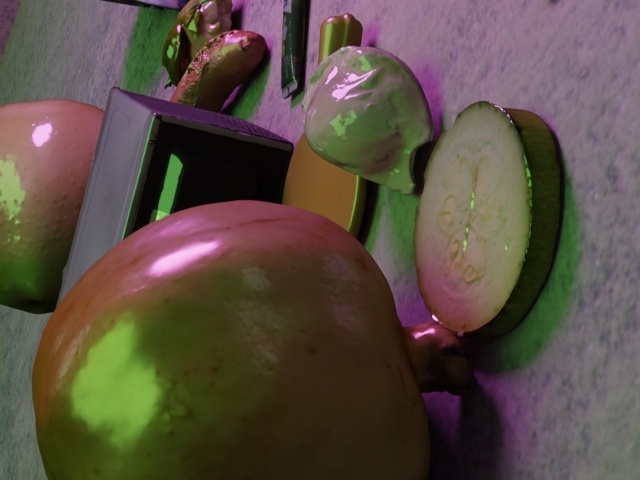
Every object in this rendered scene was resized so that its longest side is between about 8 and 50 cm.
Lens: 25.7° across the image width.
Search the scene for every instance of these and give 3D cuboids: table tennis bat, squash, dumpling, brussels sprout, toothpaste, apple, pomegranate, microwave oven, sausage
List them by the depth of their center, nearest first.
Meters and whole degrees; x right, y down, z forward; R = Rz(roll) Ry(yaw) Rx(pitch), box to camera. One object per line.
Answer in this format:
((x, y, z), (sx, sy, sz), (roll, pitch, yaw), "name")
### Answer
((-0.057, 0.154, 1.282), (0.411, 0.411, 0.412), (-168, 90, -67), "pomegranate")
((0.150, -0.015, 1.288), (0.219, 0.041, 0.219), (-173, 90, -67), "squash")
((0.052, -0.135, 1.486), (0.199, 0.118, 0.136), (47, 118, 30), "dumpling")
((0.008, -0.105, 1.632), (0.198, 0.050, 0.321), (177, 100, -65), "table tennis bat")
((-0.189, 0.007, 1.831), (0.286, 0.218, 0.355), (30, 106, 65), "microwave oven")
((-0.035, -0.288, 1.860), (0.049, 0.031, 0.204), (150, 126, -62), "toothpaste")
((-0.171, -0.209, 2.072), (0.079, 0.087, 0.327), (-50, -1, -42), "sausage")
((-0.184, -0.307, 2.146), (0.139, 0.100, 0.181), (-81, 0, -61), "brussels sprout")
((-0.436, -0.050, 2.291), (0.357, 0.357, 0.357), (-168, 90, -67), "apple")

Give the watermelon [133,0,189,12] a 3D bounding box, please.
((-0.345, -0.507, 2.488), (0.322, 0.188, 0.175), (21, 102, 61), "watermelon")
